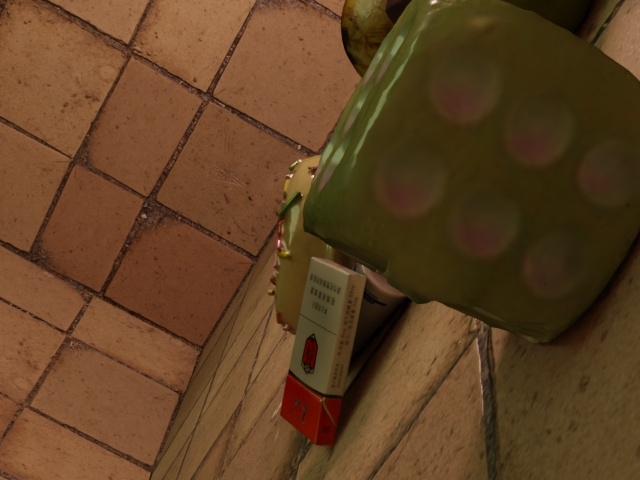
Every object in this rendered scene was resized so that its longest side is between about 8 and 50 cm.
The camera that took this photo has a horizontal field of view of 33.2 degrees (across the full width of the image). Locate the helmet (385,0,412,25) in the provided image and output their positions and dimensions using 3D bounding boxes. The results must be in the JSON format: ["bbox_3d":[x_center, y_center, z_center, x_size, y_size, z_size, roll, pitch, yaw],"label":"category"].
[{"bbox_3d":[0.230,-0.418,1.666,0.271,0.197,0.338,-23,-36,-55],"label":"helmet"}]

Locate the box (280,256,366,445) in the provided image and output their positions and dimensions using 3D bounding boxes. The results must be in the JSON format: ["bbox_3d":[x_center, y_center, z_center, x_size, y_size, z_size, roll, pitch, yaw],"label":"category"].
[{"bbox_3d":[0.002,0.155,1.533,0.139,0.035,0.245,24,103,64],"label":"box"}]

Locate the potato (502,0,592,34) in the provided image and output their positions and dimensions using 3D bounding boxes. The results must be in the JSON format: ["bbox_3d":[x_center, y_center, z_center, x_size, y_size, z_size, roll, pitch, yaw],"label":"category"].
[{"bbox_3d":[0.268,-0.335,1.423,0.148,0.186,0.253,100,-170,-61],"label":"potato"}]

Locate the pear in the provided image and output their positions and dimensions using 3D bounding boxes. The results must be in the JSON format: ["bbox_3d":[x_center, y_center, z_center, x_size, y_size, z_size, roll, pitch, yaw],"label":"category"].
[{"bbox_3d":[0.164,-0.421,2.135,0.284,0.283,0.283,-59,7,12],"label":"pear"}]

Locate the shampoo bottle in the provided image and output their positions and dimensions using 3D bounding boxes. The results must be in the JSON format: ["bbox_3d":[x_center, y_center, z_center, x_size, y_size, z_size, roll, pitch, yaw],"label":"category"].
[{"bbox_3d":[0.035,0.128,1.618,0.303,0.092,0.092,-53,11,45],"label":"shampoo bottle"}]

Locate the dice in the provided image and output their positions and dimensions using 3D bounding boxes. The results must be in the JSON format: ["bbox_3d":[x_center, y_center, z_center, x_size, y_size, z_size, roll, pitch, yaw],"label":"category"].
[{"bbox_3d":[0.141,-0.063,0.974,0.255,0.252,0.250,-63,6,2],"label":"dice"}]

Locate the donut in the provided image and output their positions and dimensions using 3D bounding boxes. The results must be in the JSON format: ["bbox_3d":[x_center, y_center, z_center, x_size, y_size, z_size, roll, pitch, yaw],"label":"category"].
[{"bbox_3d":[0.000,-0.004,1.876,0.371,0.150,0.308,-80,-3,-72],"label":"donut"}]

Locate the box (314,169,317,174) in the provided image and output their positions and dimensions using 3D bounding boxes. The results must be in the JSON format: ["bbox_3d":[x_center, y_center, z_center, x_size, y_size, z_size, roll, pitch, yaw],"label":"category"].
[{"bbox_3d":[0.111,-0.127,1.645,0.227,0.162,0.130,-50,2,42],"label":"box"}]
